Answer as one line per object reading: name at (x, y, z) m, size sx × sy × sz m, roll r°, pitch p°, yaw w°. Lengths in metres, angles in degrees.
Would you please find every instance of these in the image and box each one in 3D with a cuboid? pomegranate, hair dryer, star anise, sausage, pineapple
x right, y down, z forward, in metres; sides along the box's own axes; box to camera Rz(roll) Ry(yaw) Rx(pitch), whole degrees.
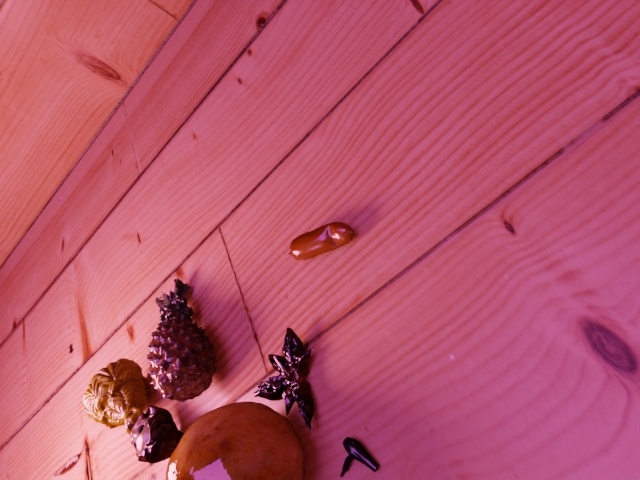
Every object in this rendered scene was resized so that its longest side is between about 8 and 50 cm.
pomegranate at (-0.158, 0.444, 0.885) m, size 0.261 × 0.260 × 0.260 m, roll -14°, pitch 67°, yaw 36°
hair dryer at (0.066, 0.424, 0.852) m, size 0.079 × 0.031 × 0.083 m, roll 34°, pitch 112°, yaw 32°
star anise at (-0.077, 0.300, 0.987) m, size 0.157 × 0.054 × 0.212 m, roll -16°, pitch 68°, yaw 34°
sausage at (0.000, 0.000, 1.022) m, size 0.183 × 0.054 × 0.062 m, roll -24°, pitch 94°, yaw 30°
pineapple at (-0.386, 0.253, 1.201) m, size 0.175 × 0.175 × 0.361 m, roll -55°, pitch 41°, yaw 12°

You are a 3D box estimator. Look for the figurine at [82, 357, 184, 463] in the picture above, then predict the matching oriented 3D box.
figurine at (-0.489, 0.469, 1.194) m, size 0.315 × 0.168 × 0.187 m, roll 20°, pitch 62°, yaw 43°
